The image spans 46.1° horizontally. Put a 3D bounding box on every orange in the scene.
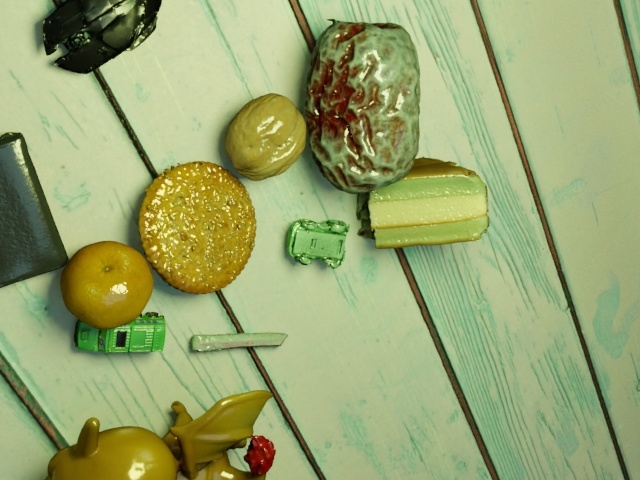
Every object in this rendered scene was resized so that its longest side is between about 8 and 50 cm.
[{"bbox_3d":[-0.370,0.080,1.307,0.158,0.159,0.136,-19,153,-24],"label":"orange"}]

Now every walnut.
[{"bbox_3d":[-0.102,-0.190,1.392,0.166,0.149,0.167,-34,143,-31],"label":"walnut"}]

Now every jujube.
[{"bbox_3d":[0.080,-0.251,1.398,0.225,0.226,0.317,-13,112,-25],"label":"jujube"}]

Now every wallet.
[{"bbox_3d":[-0.527,-0.049,1.248,0.149,0.044,0.250,-22,112,-19],"label":"wallet"}]

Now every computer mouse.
[{"bbox_3d":[-0.353,-0.374,1.247,0.241,0.077,0.146,-44,116,-13],"label":"computer mouse"}]

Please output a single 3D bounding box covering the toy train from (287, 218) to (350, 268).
[{"bbox_3d":[0.000,0.000,1.530,0.149,0.081,0.099,4,100,-24],"label":"toy train"}]

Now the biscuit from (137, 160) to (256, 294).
[{"bbox_3d":[-0.219,-0.024,1.389,0.253,0.035,0.254,-2,93,-42],"label":"biscuit"}]

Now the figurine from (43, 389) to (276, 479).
[{"bbox_3d":[-0.283,0.417,1.362,0.387,0.268,0.401,10,108,-44],"label":"figurine"}]

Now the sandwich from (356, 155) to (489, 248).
[{"bbox_3d":[0.191,-0.068,1.526,0.198,0.227,0.155,-16,108,-25],"label":"sandwich"}]

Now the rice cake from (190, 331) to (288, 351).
[{"bbox_3d":[-0.161,0.202,1.510,0.207,0.033,0.033,2,91,-30],"label":"rice cake"}]

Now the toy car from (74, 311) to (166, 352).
[{"bbox_3d":[-0.363,0.171,1.375,0.165,0.062,0.071,4,100,-29],"label":"toy car"}]
